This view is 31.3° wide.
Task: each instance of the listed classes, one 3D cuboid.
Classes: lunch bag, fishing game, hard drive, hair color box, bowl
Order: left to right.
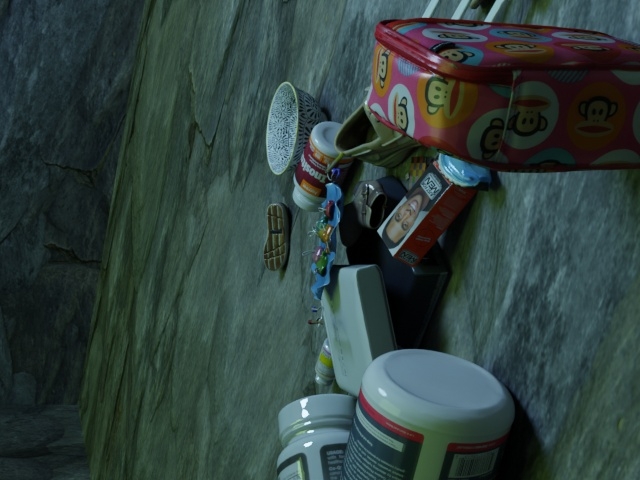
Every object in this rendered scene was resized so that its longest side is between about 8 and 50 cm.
[{"bbox_3d":[-0.035,-0.200,2.079,0.170,0.080,0.170,-176,90,-70],"label":"bowl"},{"bbox_3d":[0.000,0.000,1.737,0.189,0.041,0.264,157,121,-81],"label":"fishing game"},{"bbox_3d":[0.054,0.137,1.706,0.307,0.040,0.202,174,85,-79],"label":"hard drive"},{"bbox_3d":[0.106,0.031,1.703,0.254,0.054,0.172,-114,34,-51],"label":"hard drive"},{"bbox_3d":[0.145,-0.040,1.561,0.141,0.043,0.072,-53,32,16],"label":"hair color box"},{"bbox_3d":[0.201,-0.156,1.165,0.258,0.293,0.120,-133,46,-62],"label":"lunch bag"}]

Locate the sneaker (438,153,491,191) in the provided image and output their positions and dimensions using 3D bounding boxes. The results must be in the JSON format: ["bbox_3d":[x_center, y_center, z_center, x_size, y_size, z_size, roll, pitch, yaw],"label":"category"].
[{"bbox_3d":[0.191,-0.132,1.504,0.073,0.063,0.162,119,148,-41],"label":"sneaker"}]

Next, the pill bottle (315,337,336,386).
[{"bbox_3d":[0.016,0.205,1.918,0.043,0.043,0.083,-112,33,-49],"label":"pill bottle"}]

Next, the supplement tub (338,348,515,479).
[{"bbox_3d":[0.121,0.291,1.423,0.191,0.191,0.272,-128,47,-61],"label":"supplement tub"}]

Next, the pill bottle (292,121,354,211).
[{"bbox_3d":[0.005,-0.122,1.953,0.152,0.086,0.086,114,152,-42],"label":"pill bottle"}]

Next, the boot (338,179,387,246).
[{"bbox_3d":[0.064,-0.034,1.691,0.087,0.042,0.118,-135,53,-62],"label":"boot"}]

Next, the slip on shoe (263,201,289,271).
[{"bbox_3d":[-0.084,-0.008,2.230,0.041,0.052,0.135,-23,-66,-69],"label":"slip on shoe"}]

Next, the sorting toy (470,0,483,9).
[{"bbox_3d":[0.243,-0.472,1.458,0.307,0.041,0.229,131,139,-57],"label":"sorting toy"}]

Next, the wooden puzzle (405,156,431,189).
[{"bbox_3d":[0.146,-0.100,1.690,0.083,0.006,0.049,-170,84,-69],"label":"wooden puzzle"}]

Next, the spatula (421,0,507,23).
[{"bbox_3d":[0.195,-0.320,1.478,0.242,0.019,0.168,-61,40,35],"label":"spatula"}]

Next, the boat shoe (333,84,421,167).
[{"bbox_3d":[0.111,-0.189,1.669,0.302,0.098,0.109,141,129,-62],"label":"boat shoe"}]

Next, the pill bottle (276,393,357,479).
[{"bbox_3d":[0.021,0.386,1.710,0.161,0.161,0.283,122,146,-51],"label":"pill bottle"}]
